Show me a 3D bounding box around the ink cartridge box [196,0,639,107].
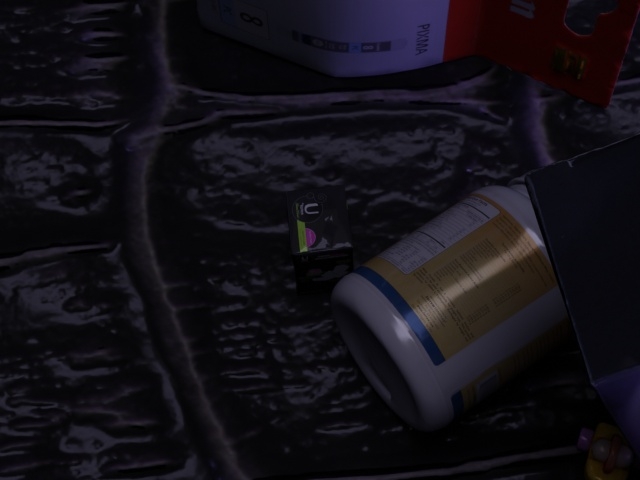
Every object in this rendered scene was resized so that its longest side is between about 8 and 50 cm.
[{"bbox_3d":[0.070,-0.226,1.260,0.385,0.308,0.091,23,67,11],"label":"ink cartridge box"}]

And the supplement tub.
[{"bbox_3d":[0.124,0.045,1.214,0.199,0.144,0.144,-32,67,-14],"label":"supplement tub"}]

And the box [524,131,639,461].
[{"bbox_3d":[0.336,0.042,1.034,0.294,0.296,0.183,-21,53,15],"label":"box"}]

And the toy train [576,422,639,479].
[{"bbox_3d":[0.273,0.183,1.197,0.125,0.046,0.166,-7,63,-1],"label":"toy train"}]

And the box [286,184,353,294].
[{"bbox_3d":[0.000,0.000,1.274,0.052,0.083,0.062,-7,64,-2],"label":"box"}]
